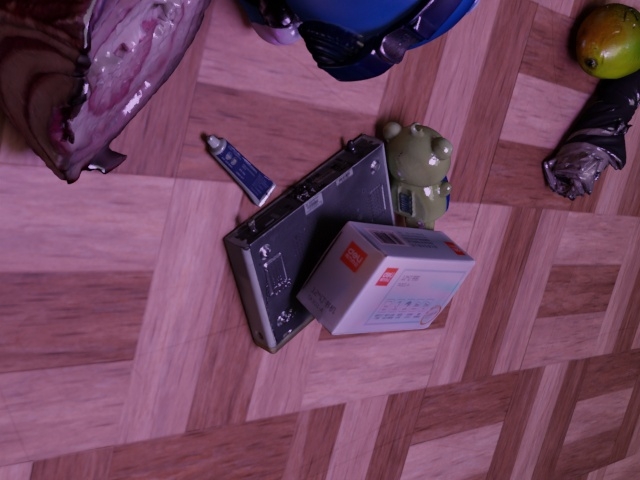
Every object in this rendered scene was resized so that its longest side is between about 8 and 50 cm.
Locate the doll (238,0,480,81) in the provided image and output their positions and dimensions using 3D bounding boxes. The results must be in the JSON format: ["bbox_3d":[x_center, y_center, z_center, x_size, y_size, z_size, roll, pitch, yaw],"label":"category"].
[{"bbox_3d":[0.036,-0.302,0.941,0.240,0.310,0.284,21,91,-50],"label":"doll"}]

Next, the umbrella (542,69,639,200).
[{"bbox_3d":[0.536,-0.224,1.726,0.106,0.113,0.358,45,72,-27],"label":"umbrella"}]

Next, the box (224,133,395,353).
[{"bbox_3d":[0.000,0.000,1.263,0.270,0.045,0.211,-38,135,-31],"label":"box"}]

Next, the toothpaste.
[{"bbox_3d":[-0.096,-0.086,1.128,0.037,0.021,0.140,-53,142,-6],"label":"toothpaste"}]

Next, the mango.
[{"bbox_3d":[0.520,-0.348,1.645,0.233,0.111,0.125,-24,132,-38],"label":"mango"}]

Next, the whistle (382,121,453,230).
[{"bbox_3d":[0.141,-0.079,1.344,0.085,0.105,0.227,-51,149,-31],"label":"whistle"}]

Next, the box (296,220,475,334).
[{"bbox_3d":[0.095,0.054,1.289,0.269,0.079,0.135,4,125,-55],"label":"box"}]

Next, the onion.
[{"bbox_3d":[-0.188,-0.214,0.838,0.280,0.146,0.314,-60,180,-28],"label":"onion"}]
